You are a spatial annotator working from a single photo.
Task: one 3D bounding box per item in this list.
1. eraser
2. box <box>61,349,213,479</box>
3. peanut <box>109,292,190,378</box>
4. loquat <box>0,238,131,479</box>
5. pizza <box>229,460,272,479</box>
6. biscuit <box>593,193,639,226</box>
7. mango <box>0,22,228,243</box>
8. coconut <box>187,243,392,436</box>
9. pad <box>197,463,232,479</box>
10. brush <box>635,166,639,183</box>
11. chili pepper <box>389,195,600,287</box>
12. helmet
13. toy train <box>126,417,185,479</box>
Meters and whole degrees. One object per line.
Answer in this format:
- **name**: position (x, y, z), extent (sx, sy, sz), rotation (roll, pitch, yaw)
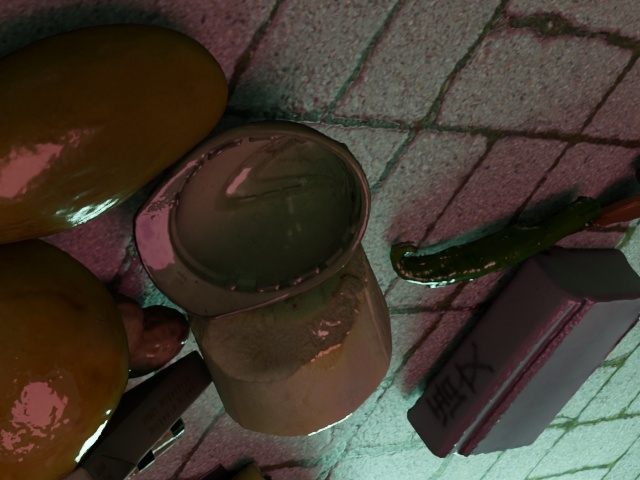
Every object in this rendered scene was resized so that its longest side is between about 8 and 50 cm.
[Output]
- **eraser**: position (0.334, 0.179, 2.362), extent (0.272, 0.122, 0.359), rotation (3, 132, -47)
- **box**: position (-0.260, 0.245, 1.683), extent (0.204, 0.051, 0.365), rotation (-32, -175, 20)
- **peanut**: position (-0.235, 0.109, 1.713), extent (0.104, 0.086, 0.228), rotation (-50, 149, 14)
- **loquat**: position (-0.325, 0.119, 1.462), extent (0.274, 0.275, 0.275), rotation (-26, 148, -18)
- **pizza**: position (-0.117, 0.504, 2.309), extent (0.277, 0.114, 0.409), rotation (-6, 127, -42)
- **biscuit**: position (0.467, -0.046, 2.258), extent (0.130, 0.019, 0.102), rotation (-4, 160, -47)
- **mango**: position (-0.228, -0.108, 1.385), extent (0.331, 0.142, 0.195), rotation (-32, 154, -23)
- **coconut**: position (-0.030, 0.102, 1.766), extent (0.239, 0.239, 0.244), rotation (-31, 142, -11)
- **pad**: position (-0.207, 0.407, 2.223), extent (0.190, 0.004, 0.127), rotation (-36, 150, -4)
- **brush**: position (0.585, -0.100, 2.296), extent (0.301, 0.071, 0.084), rotation (6, 125, -50)
- **chili pepper**: position (0.246, 0.005, 2.093), extent (0.359, 0.076, 0.085), rotation (-16, 168, -33)
- **helmet**: position (-0.071, -0.045, 1.629), extent (0.257, 0.137, 0.204), rotation (-25, 114, 10)
- **toy train**: position (-0.228, 0.262, 1.907), extent (0.087, 0.050, 0.138), rotation (-28, -176, 43)
